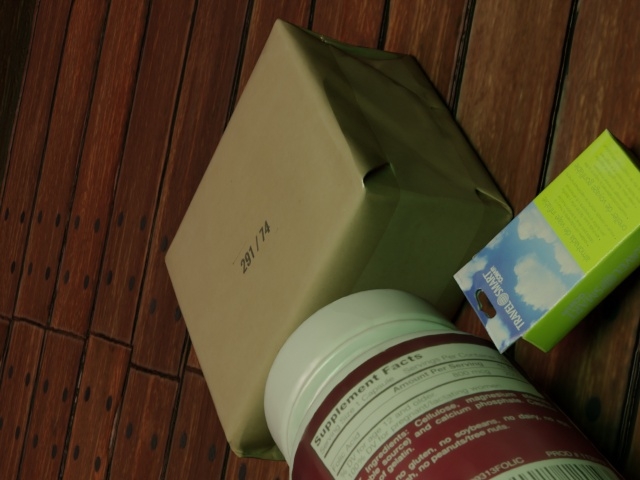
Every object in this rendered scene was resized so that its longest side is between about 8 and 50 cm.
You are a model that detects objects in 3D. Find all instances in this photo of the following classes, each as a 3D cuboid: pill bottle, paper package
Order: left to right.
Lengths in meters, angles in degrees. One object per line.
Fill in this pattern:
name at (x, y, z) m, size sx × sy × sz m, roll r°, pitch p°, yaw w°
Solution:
paper package at (0.000, 0.000, 1.591) m, size 0.324 × 0.168 × 0.309 m, roll -62°, pitch 33°, yaw 28°
pill bottle at (0.108, 0.210, 1.267) m, size 0.392 × 0.224 × 0.224 m, roll 50°, pitch 123°, yaw 55°

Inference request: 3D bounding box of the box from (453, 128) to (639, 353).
box at (0.200, 0.007, 1.308) m, size 0.178 × 0.042 × 0.109 m, roll -45°, pitch 39°, yaw 15°
